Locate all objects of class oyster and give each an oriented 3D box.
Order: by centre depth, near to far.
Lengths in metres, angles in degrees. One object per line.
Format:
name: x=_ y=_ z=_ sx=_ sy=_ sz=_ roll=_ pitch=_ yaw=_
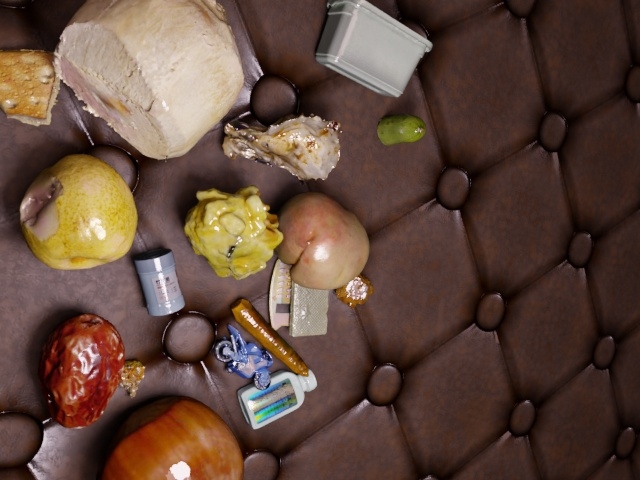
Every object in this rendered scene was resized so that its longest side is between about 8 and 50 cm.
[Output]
oyster: x=-0.104 y=-0.253 z=1.660 sx=0.337 sy=0.133 sz=0.197 roll=-4 pitch=102 yaw=-25

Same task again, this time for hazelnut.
hazelnut: x=-0.386 y=0.587 z=1.535 sx=0.366 sy=0.366 sz=0.365 roll=-5 pitch=100 yaw=-27

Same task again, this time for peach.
peach: x=-0.001 y=-0.001 z=1.662 sx=0.248 sy=0.292 sz=0.292 roll=-33 pitch=113 yaw=-2

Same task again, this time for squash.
squash: x=0.255 y=-0.337 z=1.805 sx=0.095 sy=0.188 sz=0.095 roll=-3 pitch=97 yaw=-26

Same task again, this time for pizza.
pizza: x=-0.696 y=-0.349 z=1.367 sx=0.204 sy=0.080 sz=0.188 roll=5 pitch=72 yaw=-19

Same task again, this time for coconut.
coconut: x=-0.355 y=-0.415 z=1.361 sx=0.405 sy=0.405 sz=0.404 roll=-5 pitch=100 yaw=-27

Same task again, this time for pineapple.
pineapple: x=-0.506 y=0.361 z=1.591 sx=0.115 sy=0.077 sz=0.114 roll=1 pitch=112 yaw=6

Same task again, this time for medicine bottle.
medicine bottle: x=-0.123 y=0.457 z=1.788 sx=0.229 sy=0.083 sz=0.121 roll=-21 pitch=97 yaw=-23

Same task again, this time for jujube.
jujube: x=-0.583 y=0.318 z=1.470 sx=0.197 sy=0.197 sz=0.290 roll=4 pitch=111 yaw=-29

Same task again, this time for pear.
pear: x=-0.556 y=-0.064 z=1.388 sx=0.271 sy=0.271 sz=0.270 roll=-5 pitch=100 yaw=-27

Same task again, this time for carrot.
carrot: x=-0.140 y=0.293 z=1.743 sx=0.066 sy=0.066 sz=0.314 roll=-46 pitch=107 yaw=-14

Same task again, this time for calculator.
calculator: x=-0.082 y=0.150 z=1.793 sx=0.157 sy=0.033 sz=0.236 roll=6 pitch=93 yaw=-28

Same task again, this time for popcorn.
popcorn: x=-0.227 y=-0.023 z=1.553 sx=0.252 sy=0.286 sz=0.215 roll=-9 pitch=63 yaw=7

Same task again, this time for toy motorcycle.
toy motorcycle: x=-0.209 y=0.337 z=1.720 sx=0.205 sy=0.076 sz=0.114 roll=41 pitch=56 yaw=-17

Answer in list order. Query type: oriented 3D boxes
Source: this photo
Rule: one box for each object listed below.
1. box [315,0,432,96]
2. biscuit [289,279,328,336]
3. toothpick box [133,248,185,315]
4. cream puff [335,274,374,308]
box: x=0.140 y=-0.548 z=1.729 sx=0.312 sy=0.175 sz=0.182 roll=20 pitch=97 yaw=-29
biscuit: x=-0.032 y=0.182 z=1.782 sx=0.121 sy=0.041 sz=0.199 roll=1 pitch=93 yaw=-28
toothpick box: x=-0.419 y=0.107 z=1.566 sx=0.101 sy=0.101 sz=0.153 roll=-18 pitch=107 yaw=-25
cream puff: x=0.104 y=0.148 z=1.861 sx=0.122 sy=0.094 sz=0.115 roll=-11 pitch=100 yaw=-3
